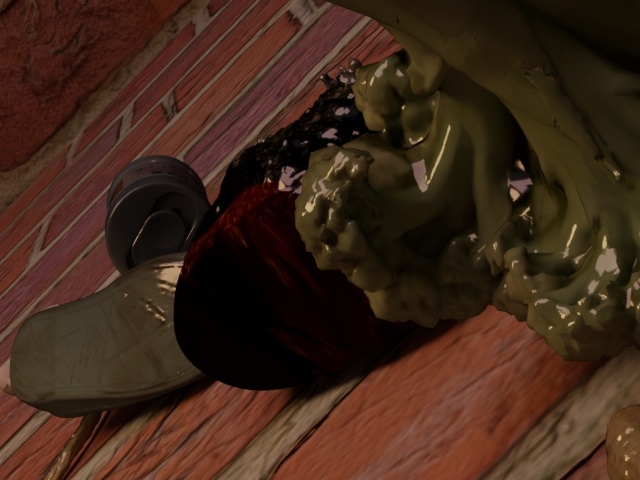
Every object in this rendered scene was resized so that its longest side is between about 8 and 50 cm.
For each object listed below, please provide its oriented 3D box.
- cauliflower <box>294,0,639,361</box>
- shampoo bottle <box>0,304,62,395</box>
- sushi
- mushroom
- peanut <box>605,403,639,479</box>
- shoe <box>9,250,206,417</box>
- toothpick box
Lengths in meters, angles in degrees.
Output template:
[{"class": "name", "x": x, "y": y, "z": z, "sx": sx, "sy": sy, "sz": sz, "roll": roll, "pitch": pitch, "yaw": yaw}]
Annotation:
[{"class": "cauliflower", "x": 0.084, "y": -0.084, "z": 0.737, "sx": 0.327, "sy": 0.281, "sz": 0.260, "roll": -105, "pitch": 26, "yaw": -56}, {"class": "shampoo bottle", "x": -0.292, "y": 0.116, "z": 1.694, "sx": 0.072, "sy": 0.043, "sz": 0.099, "roll": -37, "pitch": 17, "yaw": 33}, {"class": "sushi", "x": 0.000, "y": 0.000, "z": 1.003, "sx": 0.225, "sy": 0.136, "sz": 0.126, "roll": -40, "pitch": 11, "yaw": 51}, {"class": "mushroom", "x": -0.176, "y": 0.129, "z": 1.386, "sx": 0.026, "sy": 0.028, "sz": 0.286, "roll": 14, "pitch": 50, "yaw": 24}, {"class": "peanut", "x": 0.124, "y": 0.086, "z": 0.604, "sx": 0.037, "sy": 0.037, "sz": 0.083, "roll": -44, "pitch": 12, "yaw": 10}, {"class": "shoe", "x": -0.135, "y": 0.075, "z": 1.289, "sx": 0.251, "sy": 0.103, "sz": 0.100, "roll": -18, "pitch": -15, "yaw": 37}, {"class": "toothpick box", "x": -0.149, "y": -0.019, "z": 1.539, "sx": 0.101, "sy": 0.101, "sz": 0.153, "roll": -46, "pitch": 14, "yaw": 3}]
